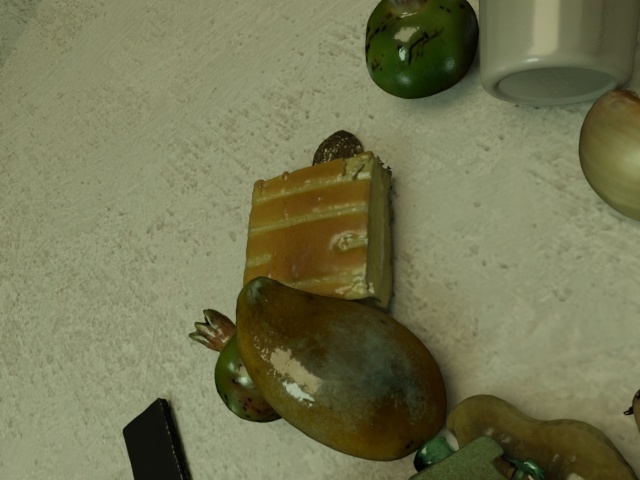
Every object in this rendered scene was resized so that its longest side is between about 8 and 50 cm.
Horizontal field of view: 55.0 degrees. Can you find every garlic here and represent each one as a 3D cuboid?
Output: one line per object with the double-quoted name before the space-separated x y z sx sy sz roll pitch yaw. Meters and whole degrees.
"garlic" 0.407 -0.095 0.696 0.164 0.145 0.245 -39 49 -21

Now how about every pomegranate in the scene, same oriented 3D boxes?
"pomegranate" 0.140 -0.316 0.914 0.180 0.209 0.179 -15 52 20
"pomegranate" -0.101 0.179 0.923 0.205 0.159 0.159 34 96 7

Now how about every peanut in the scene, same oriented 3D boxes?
"peanut" 0.245 0.246 0.691 0.236 0.110 0.120 24 99 49

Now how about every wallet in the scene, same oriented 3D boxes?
"wallet" -0.283 0.411 1.074 0.124 0.025 0.244 -40 55 19

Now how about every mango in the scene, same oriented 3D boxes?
"mango" 0.018 0.159 0.805 0.316 0.146 0.192 34 57 7

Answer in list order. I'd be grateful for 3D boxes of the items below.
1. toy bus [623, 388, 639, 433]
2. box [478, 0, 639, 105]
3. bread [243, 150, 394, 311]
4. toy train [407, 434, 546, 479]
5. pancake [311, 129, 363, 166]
"toy bus" 0.384 0.255 0.544 0.140 0.157 0.289 -22 61 29
"box" 0.290 -0.292 0.803 0.291 0.263 0.206 167 108 -75
"bread" 0.000 0.000 0.963 0.246 0.111 0.239 -10 69 34
"toy train" 0.198 0.330 0.568 0.326 0.129 0.159 45 141 40
"pancake" 0.026 -0.137 1.060 0.115 0.011 0.114 -14 65 33
